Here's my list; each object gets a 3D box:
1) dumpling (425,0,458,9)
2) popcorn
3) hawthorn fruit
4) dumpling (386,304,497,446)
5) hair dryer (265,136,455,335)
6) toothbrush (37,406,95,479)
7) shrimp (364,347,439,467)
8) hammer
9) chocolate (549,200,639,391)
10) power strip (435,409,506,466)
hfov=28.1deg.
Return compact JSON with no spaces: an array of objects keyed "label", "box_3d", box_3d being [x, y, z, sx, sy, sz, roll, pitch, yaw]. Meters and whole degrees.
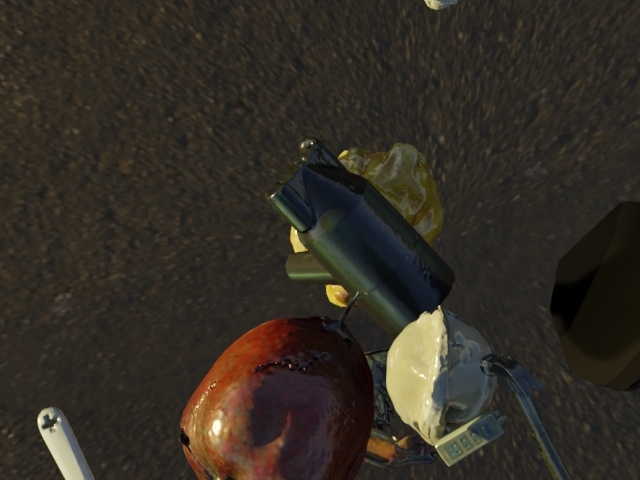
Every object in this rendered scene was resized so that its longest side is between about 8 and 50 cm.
[{"label":"dumpling","box_3d":[0.171,-0.372,1.937,0.059,0.043,0.077,-15,56,-23]},{"label":"popcorn","box_3d":[0.060,-0.025,1.817,0.191,0.190,0.254,22,103,42]},{"label":"hawthorn fruit","box_3d":[-0.018,0.150,1.201,0.181,0.181,0.235,37,72,4]},{"label":"dumpling","box_3d":[0.129,0.156,1.364,0.118,0.199,0.136,-8,61,5]},{"label":"hair dryer","box_3d":[0.000,0.000,1.621,0.244,0.302,0.116,47,67,-16]},{"label":"toothbrush","box_3d":[-0.195,0.331,1.264,0.040,0.040,0.386,-33,72,4]},{"label":"shrimp","box_3d":[0.135,0.244,1.947,0.290,0.054,0.222,-20,48,-23]},{"label":"hammer","box_3d":[0.180,0.168,0.981,0.017,0.062,0.182,-31,97,-16]},{"label":"chocolate","box_3d":[0.416,0.078,1.497,0.177,0.224,0.206,8,51,-27]},{"label":"power strip","box_3d":[0.153,0.198,1.292,0.083,0.017,0.027,-36,94,20]}]
